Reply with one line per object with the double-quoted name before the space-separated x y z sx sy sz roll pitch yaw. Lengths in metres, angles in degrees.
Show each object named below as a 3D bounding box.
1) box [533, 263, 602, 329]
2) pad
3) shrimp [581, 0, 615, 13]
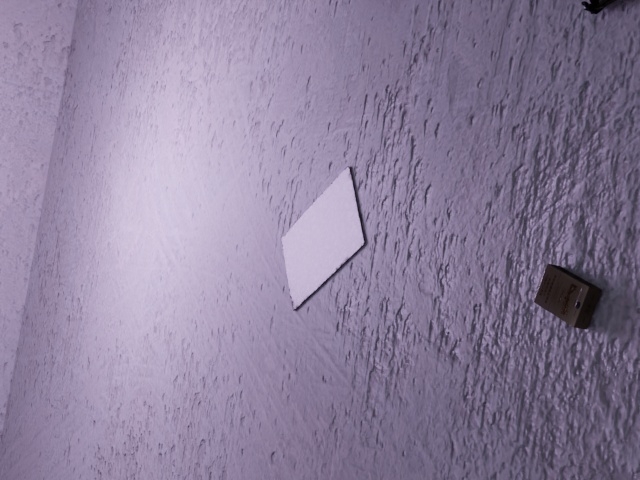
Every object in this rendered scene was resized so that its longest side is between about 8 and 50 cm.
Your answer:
"box" 0.295 0.066 1.318 0.083 0.024 0.053 38 113 56
"pad" 0.000 0.000 1.859 0.235 0.003 0.158 -46 43 43
"shrimp" 0.344 -0.360 1.346 0.289 0.075 0.178 -32 55 35
